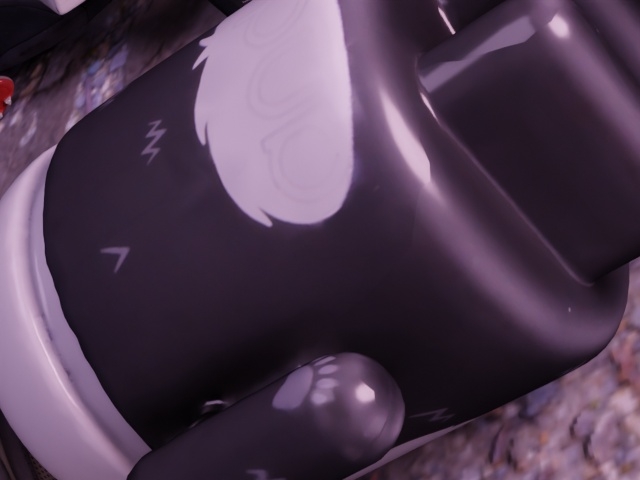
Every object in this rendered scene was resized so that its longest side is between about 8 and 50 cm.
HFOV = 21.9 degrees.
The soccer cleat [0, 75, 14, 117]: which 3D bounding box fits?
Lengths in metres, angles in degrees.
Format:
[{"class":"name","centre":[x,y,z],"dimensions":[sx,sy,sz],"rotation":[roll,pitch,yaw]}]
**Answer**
[{"class":"soccer cleat","centre":[-0.229,-0.084,1.063],"dimensions":[0.083,0.029,0.035],"rotation":[-41,51,25]}]

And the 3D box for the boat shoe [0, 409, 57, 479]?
[{"class":"boat shoe","centre":[-0.140,0.141,0.669],"dimensions":[0.132,0.130,0.355],"rotation":[-43,42,2]}]

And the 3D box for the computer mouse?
[{"class":"computer mouse","centre":[-0.246,-0.115,1.036],"dimensions":[0.262,0.060,0.184],"rotation":[-16,28,41]}]

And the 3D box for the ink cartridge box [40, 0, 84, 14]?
[{"class":"ink cartridge box","centre":[-0.111,-0.242,0.956],"dimensions":[0.212,0.093,0.154],"rotation":[-35,35,-12]}]

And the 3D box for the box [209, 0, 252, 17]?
[{"class":"box","centre":[-0.021,-0.206,0.803],"dimensions":[0.220,0.175,0.051],"rotation":[-18,47,40]}]

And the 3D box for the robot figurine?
[{"class":"robot figurine","centre":[0.002,0.000,0.606],"dimensions":[0.278,0.209,0.173],"rotation":[-30,77,28]}]
